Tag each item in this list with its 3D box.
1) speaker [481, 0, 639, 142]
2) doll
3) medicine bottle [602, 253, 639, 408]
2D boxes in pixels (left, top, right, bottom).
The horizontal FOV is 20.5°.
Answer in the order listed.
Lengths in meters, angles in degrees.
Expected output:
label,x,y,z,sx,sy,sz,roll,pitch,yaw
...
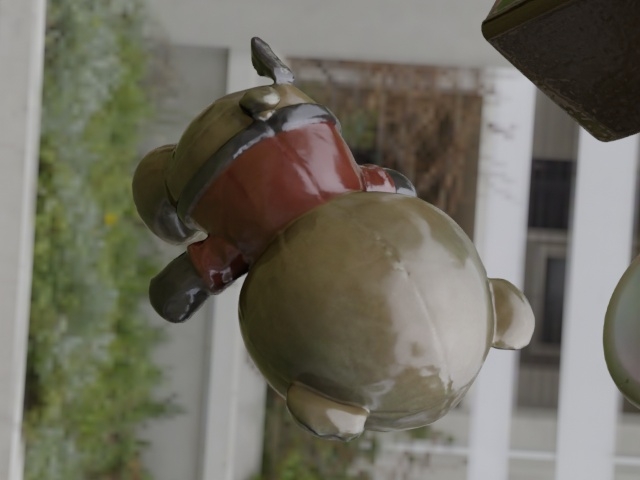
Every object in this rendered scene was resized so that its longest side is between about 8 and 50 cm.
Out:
label,x,y,z,sx,sy,sz,roll,pitch,yaw
speaker,0.289,-0.213,1.522,0.231,0.192,0.153,-19,-145,56
doll,0.000,0.000,1.343,0.330,0.235,0.174,50,-34,25
medicine bottle,0.502,0.146,1.951,0.388,0.219,0.219,29,54,-40
